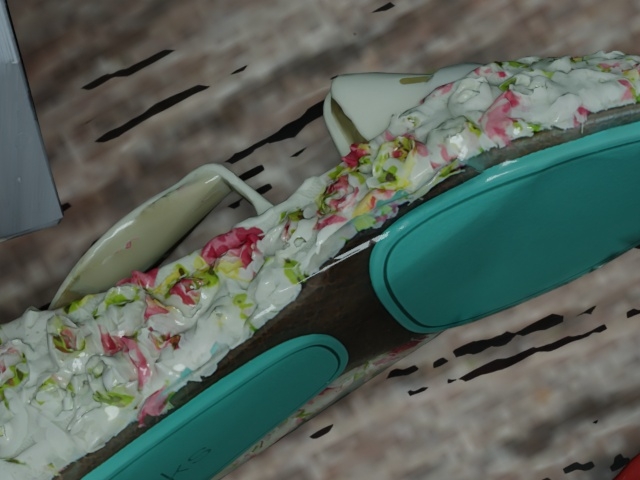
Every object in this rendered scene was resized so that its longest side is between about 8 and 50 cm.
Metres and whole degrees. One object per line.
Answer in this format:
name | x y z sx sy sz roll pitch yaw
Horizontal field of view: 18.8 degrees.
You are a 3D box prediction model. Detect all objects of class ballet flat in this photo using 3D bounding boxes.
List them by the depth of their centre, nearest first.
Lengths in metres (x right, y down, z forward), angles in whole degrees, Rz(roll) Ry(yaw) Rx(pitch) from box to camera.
ballet flat | 0.000 0.000 0.526 0.241 0.091 0.077 -30 62 -1

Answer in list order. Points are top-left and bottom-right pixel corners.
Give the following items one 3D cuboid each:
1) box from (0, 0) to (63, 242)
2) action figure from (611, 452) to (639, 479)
box | -0.115 -0.127 0.400 0.056 0.231 0.183 -15 125 -7
action figure | 0.140 0.027 0.467 0.091 0.139 0.280 0 115 -33
